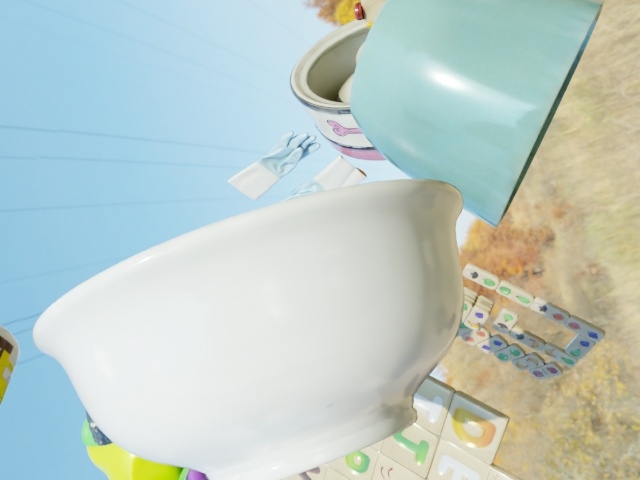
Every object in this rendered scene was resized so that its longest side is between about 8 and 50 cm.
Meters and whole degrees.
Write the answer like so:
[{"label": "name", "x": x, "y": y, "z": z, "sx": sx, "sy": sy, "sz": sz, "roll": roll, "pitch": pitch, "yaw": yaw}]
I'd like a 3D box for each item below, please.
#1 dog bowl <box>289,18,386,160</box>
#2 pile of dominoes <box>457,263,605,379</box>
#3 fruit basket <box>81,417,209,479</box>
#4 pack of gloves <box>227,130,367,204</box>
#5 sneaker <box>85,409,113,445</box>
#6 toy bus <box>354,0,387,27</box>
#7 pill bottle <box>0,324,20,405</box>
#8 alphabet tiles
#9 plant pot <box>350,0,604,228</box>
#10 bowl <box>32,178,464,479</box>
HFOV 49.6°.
[{"label": "dog bowl", "x": 0.152, "y": -0.318, "z": 1.397, "sx": 0.408, "sy": 0.407, "sz": 0.150, "roll": -87, "pitch": -20, "yaw": -50}, {"label": "pile of dominoes", "x": 0.304, "y": 0.152, "z": 1.141, "sx": 0.040, "sy": 0.251, "sz": 0.196, "roll": -55, "pitch": -14, "yaw": -36}, {"label": "fruit basket", "x": -0.199, "y": 0.365, "z": 1.159, "sx": 0.392, "sy": 0.283, "sz": 0.392, "roll": 49, "pitch": -177, "yaw": -3}, {"label": "pack of gloves", "x": -0.050, "y": -0.144, "z": 1.485, "sx": 0.195, "sy": 0.232, "sz": 0.046, "roll": 35, "pitch": -140, "yaw": -29}, {"label": "sneaker", "x": -0.199, "y": 0.172, "z": 0.874, "sx": 0.122, "sy": 0.283, "sz": 0.110, "roll": 6, "pitch": -127, "yaw": -46}, {"label": "toy bus", "x": 0.100, "y": -0.428, "z": 1.098, "sx": 0.190, "sy": 0.202, "sz": 0.104, "roll": 32, "pitch": -143, "yaw": -11}, {"label": "pill bottle", "x": -0.388, "y": 0.182, "z": 0.680, "sx": 0.117, "sy": 0.117, "sz": 0.215, "roll": 53, "pitch": -147, "yaw": -43}, {"label": "alphabet tiles", "x": 0.061, "y": 0.254, "z": 0.764, "sx": 0.011, "sy": 0.342, "sz": 0.285, "roll": -25, "pitch": -47, "yaw": -53}, {"label": "plant pot", "x": 0.179, "y": -0.195, "z": 0.878, "sx": 0.293, "sy": 0.235, "sz": 0.293, "roll": -58, "pitch": -15, "yaw": -26}, {"label": "bowl", "x": -0.023, "y": 0.080, "z": 0.466, "sx": 0.298, "sy": 0.297, "sz": 0.134, "roll": 16, "pitch": -128, "yaw": -69}]
